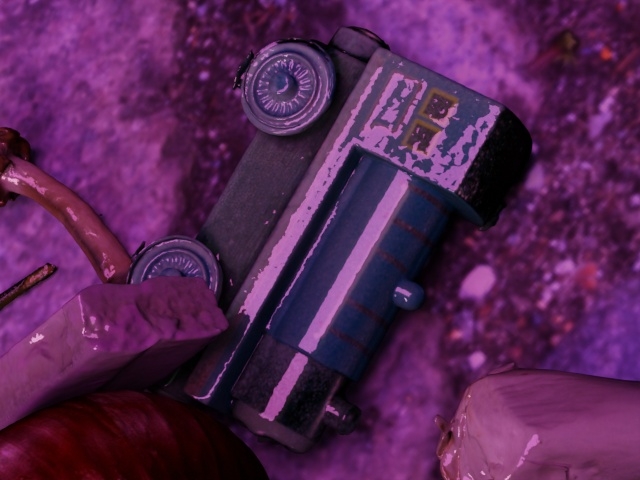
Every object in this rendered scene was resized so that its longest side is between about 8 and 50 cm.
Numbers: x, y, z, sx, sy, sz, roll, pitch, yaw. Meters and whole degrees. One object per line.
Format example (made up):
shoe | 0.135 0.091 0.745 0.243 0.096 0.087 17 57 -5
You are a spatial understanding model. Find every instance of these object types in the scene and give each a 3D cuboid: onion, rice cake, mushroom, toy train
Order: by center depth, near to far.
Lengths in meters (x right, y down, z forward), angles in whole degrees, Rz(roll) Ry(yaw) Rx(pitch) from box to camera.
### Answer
mushroom | 0.207 0.123 1.064 0.278 0.096 0.099 -3 73 16
onion | -0.166 0.209 1.093 0.285 0.273 0.273 34 87 44
rice cake | -0.191 0.107 1.138 0.298 0.106 0.050 -36 68 40
toy train | 0.000 0.000 1.171 0.194 0.120 0.298 27 84 21
mushroom | -0.205 -0.021 1.288 0.187 0.061 0.060 39 84 22

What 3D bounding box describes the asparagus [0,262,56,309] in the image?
asparagus | -0.271 0.066 1.307 0.166 0.013 0.016 -36 54 6
